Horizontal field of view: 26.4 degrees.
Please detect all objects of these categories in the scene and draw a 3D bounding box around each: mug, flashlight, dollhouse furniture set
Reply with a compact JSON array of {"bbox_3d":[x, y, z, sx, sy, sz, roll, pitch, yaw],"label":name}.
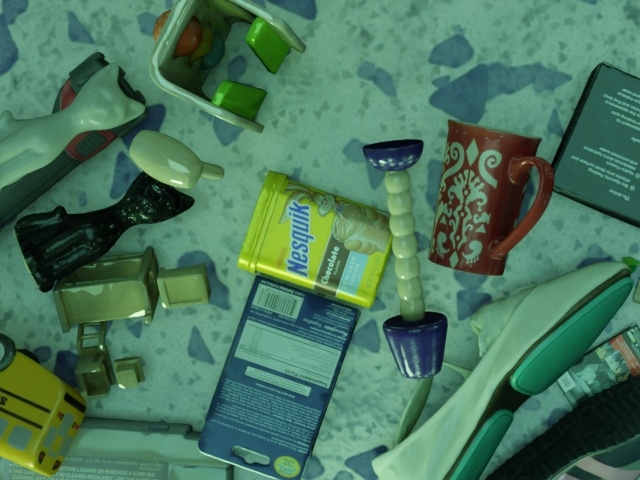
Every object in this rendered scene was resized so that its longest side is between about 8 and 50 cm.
[{"bbox_3d":[0.191,-0.047,1.592,0.113,0.150,0.169,10,98,-12],"label":"mug"},{"bbox_3d":[-0.354,-0.100,1.664,0.304,0.103,0.103,-36,96,10],"label":"flashlight"},{"bbox_3d":[-0.214,0.097,1.675,0.182,0.101,0.161,-7,116,5],"label":"dollhouse furniture set"}]

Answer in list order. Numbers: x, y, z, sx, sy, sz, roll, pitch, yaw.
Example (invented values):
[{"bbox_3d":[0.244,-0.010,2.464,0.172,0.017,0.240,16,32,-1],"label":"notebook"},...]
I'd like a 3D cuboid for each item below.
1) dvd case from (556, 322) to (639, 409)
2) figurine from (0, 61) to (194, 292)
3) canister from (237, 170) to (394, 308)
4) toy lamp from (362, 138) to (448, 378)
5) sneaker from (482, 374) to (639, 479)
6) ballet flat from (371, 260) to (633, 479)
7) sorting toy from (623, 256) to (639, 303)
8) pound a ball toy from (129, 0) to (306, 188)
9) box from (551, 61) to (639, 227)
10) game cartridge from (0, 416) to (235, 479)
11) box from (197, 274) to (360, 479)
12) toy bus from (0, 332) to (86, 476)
[{"bbox_3d":[0.353,0.167,1.648,0.119,0.013,0.087,-33,89,5],"label":"dvd case"},{"bbox_3d":[-0.280,-0.079,1.587,0.209,0.092,0.215,-28,114,-6],"label":"figurine"},{"bbox_3d":[0.000,0.000,1.644,0.170,0.073,0.126,18,93,3],"label":"canister"},{"bbox_3d":[0.102,0.023,1.574,0.080,0.080,0.274,-5,102,5],"label":"toy lamp"},{"bbox_3d":[0.324,0.280,1.617,0.319,0.112,0.131,-36,114,12],"label":"sneaker"},{"bbox_3d":[0.200,0.157,1.613,0.139,0.139,0.400,38,96,3],"label":"ballet flat"},{"bbox_3d":[0.399,0.050,1.639,0.083,0.012,0.062,18,94,4],"label":"sorting toy"},{"bbox_3d":[-0.133,-0.174,1.525,0.136,0.319,0.208,28,95,4],"label":"pound a ball toy"},{"bbox_3d":[0.363,-0.105,1.596,0.156,0.093,0.158,24,93,4],"label":"box"},{"bbox_3d":[-0.286,0.333,1.691,0.355,0.068,0.230,4,88,5],"label":"game cartridge"},{"bbox_3d":[-0.051,0.170,1.652,0.136,0.036,0.225,19,80,4],"label":"box"},{"bbox_3d":[-0.449,0.159,1.640,0.333,0.108,0.130,21,76,12],"label":"toy bus"}]
